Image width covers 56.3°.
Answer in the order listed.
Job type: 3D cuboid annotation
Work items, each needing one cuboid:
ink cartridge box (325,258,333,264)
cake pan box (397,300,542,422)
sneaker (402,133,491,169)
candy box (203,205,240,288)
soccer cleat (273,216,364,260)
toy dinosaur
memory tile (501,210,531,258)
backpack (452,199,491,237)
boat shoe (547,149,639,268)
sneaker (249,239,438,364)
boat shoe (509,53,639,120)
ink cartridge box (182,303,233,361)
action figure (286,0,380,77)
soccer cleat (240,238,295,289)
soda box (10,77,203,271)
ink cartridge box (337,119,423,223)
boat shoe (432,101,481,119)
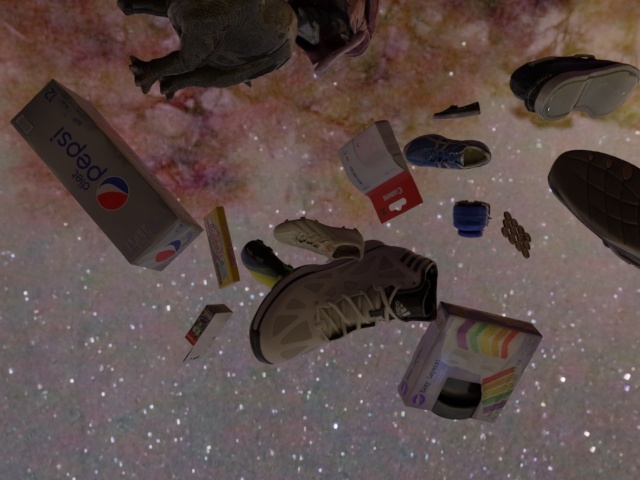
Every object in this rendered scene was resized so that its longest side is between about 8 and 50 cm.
[{"bbox_3d":[0.147,0.108,2.282,0.115,0.198,0.273,-47,-175,-11],"label":"ink cartridge box"},{"bbox_3d":[0.333,0.283,1.357,0.245,0.267,0.070,17,-159,-15],"label":"cake pan box"},{"bbox_3d":[0.298,-0.206,1.398,0.211,0.080,0.081,-2,-165,0],"label":"sneaker"},{"bbox_3d":[-0.266,0.021,1.604,0.027,0.206,0.105,-9,170,-35],"label":"candy box"},{"bbox_3d":[0.000,0.000,1.241,0.196,0.068,0.076,7,-136,-14],"label":"soccer cleat"},{"bbox_3d":[-0.084,-0.193,0.561,0.160,0.313,0.121,-14,-108,8],"label":"toy dinosaur"},{"bbox_3d":[0.632,-0.018,1.931,0.012,0.148,0.113,-28,-151,43],"label":"memory tile"},{"bbox_3d":[0.395,-0.057,1.559,0.098,0.101,0.120,-2,-179,17],"label":"backpack"},{"bbox_3d":[0.523,-0.015,0.999,0.355,0.130,0.132,38,-101,5],"label":"boat shoe"},{"bbox_3d":[0.077,0.127,1.259,0.447,0.169,0.257,-31,-157,-33],"label":"sneaker"},{"bbox_3d":[0.455,-0.279,1.055,0.302,0.114,0.091,-9,-135,-39],"label":"boat shoe"},{"bbox_3d":[-0.217,0.171,1.114,0.029,0.115,0.063,39,-169,21],"label":"ink cartridge box"},{"bbox_3d":[0.067,-0.500,1.364,0.276,0.248,0.370,59,-164,11],"label":"action figure"},{"bbox_3d":[-0.129,0.118,1.812,0.289,0.121,0.093,44,-125,10],"label":"soccer cleat"},{"bbox_3d":[-0.299,-0.090,0.844,0.286,0.091,0.098,46,-178,12],"label":"soda box"},{"bbox_3d":[0.151,-0.172,1.573,0.066,0.232,0.189,-14,171,-34],"label":"ink cartridge box"},{"bbox_3d":[0.396,-0.376,1.745,0.142,0.040,0.049,-2,-174,27],"label":"boat shoe"}]
